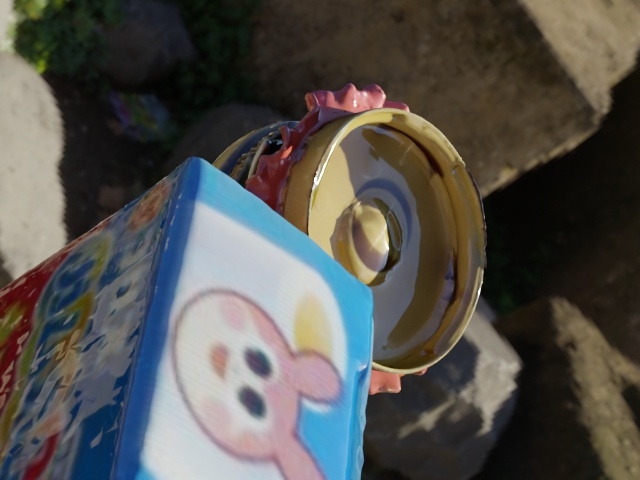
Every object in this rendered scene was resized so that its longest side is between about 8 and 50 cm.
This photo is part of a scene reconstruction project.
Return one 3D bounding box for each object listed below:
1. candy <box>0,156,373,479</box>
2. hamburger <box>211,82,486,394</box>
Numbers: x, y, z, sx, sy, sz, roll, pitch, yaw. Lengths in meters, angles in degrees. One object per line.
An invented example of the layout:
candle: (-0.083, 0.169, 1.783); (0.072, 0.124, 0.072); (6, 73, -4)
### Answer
candy: (-0.124, 0.114, 0.505); (0.100, 0.306, 0.157); (41, 37, -29)
hamburger: (0.001, 0.003, 0.820); (0.175, 0.137, 0.175); (3, 86, -41)
